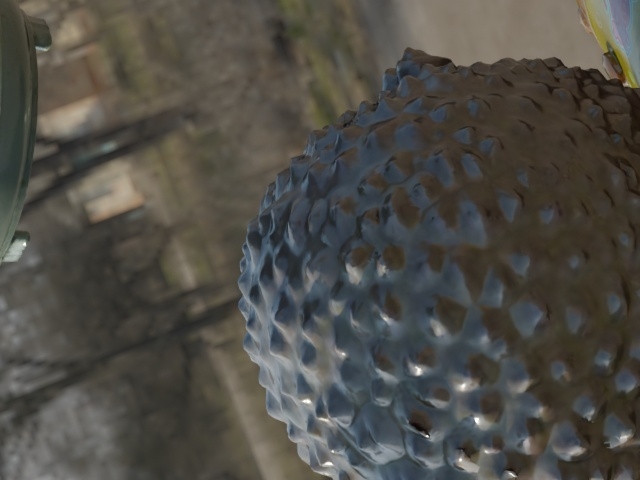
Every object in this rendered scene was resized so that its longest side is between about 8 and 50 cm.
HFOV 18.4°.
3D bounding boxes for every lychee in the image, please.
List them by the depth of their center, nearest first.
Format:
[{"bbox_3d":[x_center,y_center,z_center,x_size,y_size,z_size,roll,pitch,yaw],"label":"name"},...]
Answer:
[{"bbox_3d":[0.127,0.054,1.496,0.380,0.380,0.432,89,163,-76],"label":"lychee"}]

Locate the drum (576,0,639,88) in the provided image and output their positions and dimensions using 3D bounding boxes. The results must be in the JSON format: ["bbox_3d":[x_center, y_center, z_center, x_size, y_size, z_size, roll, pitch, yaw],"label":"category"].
[{"bbox_3d":[0.434,-0.238,1.656,0.214,0.431,0.431,-116,7,-49],"label":"drum"}]

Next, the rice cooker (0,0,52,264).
[{"bbox_3d":[-0.364,-0.090,1.463,0.316,0.317,0.264,79,-176,-64],"label":"rice cooker"}]
